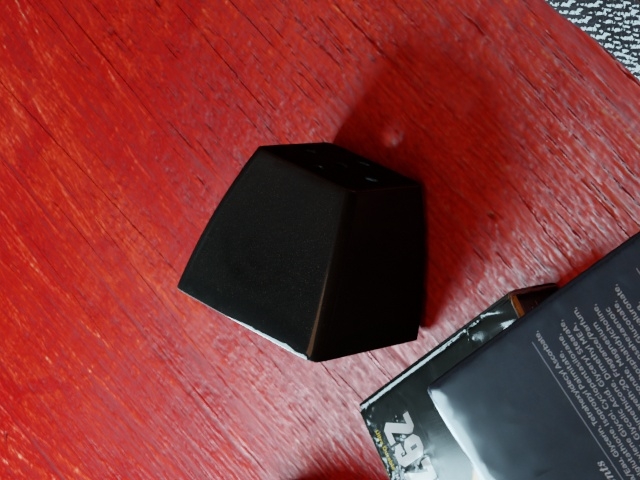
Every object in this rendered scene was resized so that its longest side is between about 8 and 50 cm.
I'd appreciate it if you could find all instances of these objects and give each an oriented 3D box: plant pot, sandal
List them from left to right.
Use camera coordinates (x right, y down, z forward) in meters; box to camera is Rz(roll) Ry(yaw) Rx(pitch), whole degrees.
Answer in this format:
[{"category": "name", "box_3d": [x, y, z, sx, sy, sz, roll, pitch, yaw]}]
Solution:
[{"category": "plant pot", "box_3d": [0.000, 0.000, 1.746, 0.187, 0.188, 0.167, 27, 109, 32]}, {"category": "sandal", "box_3d": [0.257, -0.221, 1.521, 0.254, 0.054, 0.097, 51, 141, 9]}]

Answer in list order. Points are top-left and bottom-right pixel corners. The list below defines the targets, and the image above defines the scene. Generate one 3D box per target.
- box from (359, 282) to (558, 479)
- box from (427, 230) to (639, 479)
[{"category": "box", "box_3d": [0.195, 0.242, 1.686, 0.257, 0.079, 0.322, -42, 66, 44]}, {"category": "box", "box_3d": [0.338, 0.074, 1.389, 0.395, 0.293, 0.212, -42, 77, 41]}]
